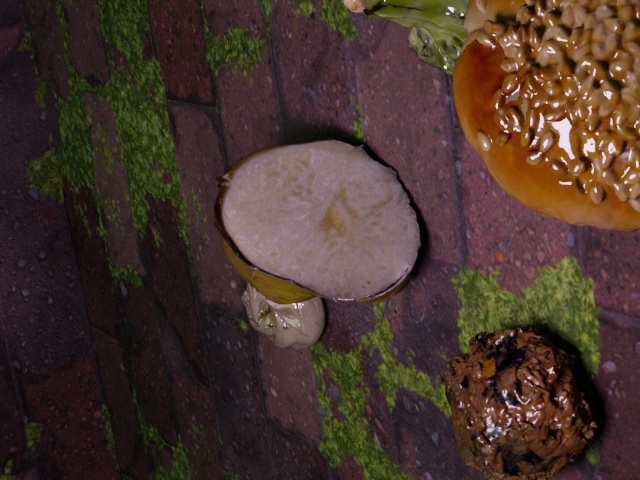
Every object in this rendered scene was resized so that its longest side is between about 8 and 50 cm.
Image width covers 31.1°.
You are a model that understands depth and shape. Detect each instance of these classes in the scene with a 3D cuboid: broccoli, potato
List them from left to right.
[{"bbox_3d":[0.000,0.000,2.091,0.397,0.290,0.296,15,160,12],"label":"potato"},{"bbox_3d":[0.171,-0.342,1.538,0.288,0.246,0.248,-65,32,34],"label":"broccoli"}]

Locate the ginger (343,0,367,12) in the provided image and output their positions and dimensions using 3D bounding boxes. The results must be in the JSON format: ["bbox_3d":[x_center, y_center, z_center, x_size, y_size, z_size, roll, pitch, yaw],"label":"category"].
[{"bbox_3d":[0.108,-0.362,1.663,0.086,0.294,0.131,-2,79,29],"label":"ginger"}]

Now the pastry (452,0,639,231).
[{"bbox_3d":[0.333,-0.208,1.272,0.410,0.245,0.409,-3,82,19],"label":"pastry"}]

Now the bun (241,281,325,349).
[{"bbox_3d":[-0.091,0.125,2.343,0.237,0.116,0.210,8,114,53],"label":"bun"}]

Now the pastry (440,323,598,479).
[{"bbox_3d":[0.284,0.260,1.761,0.275,0.193,0.275,36,136,44],"label":"pastry"}]
